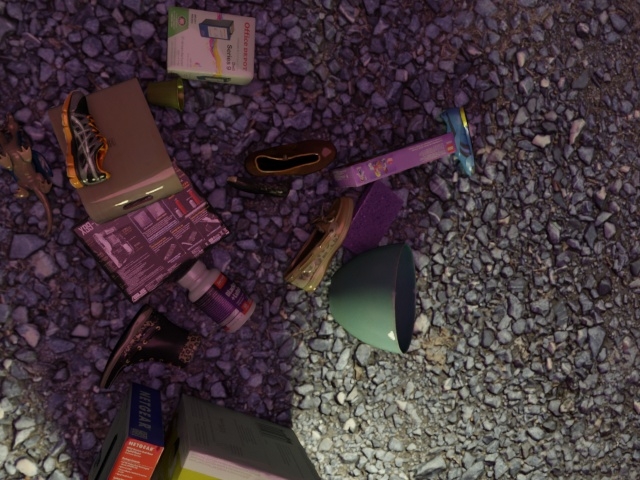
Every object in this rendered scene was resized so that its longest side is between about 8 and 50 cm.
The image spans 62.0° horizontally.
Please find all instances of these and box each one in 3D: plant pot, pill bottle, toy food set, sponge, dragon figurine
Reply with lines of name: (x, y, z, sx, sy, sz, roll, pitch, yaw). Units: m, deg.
plant pot: (-0.386, -0.364, 1.323, 0.079, 0.083, 0.083, 0, 94, -4)
pill bottle: (-0.270, 0.140, 1.375, 0.193, 0.108, 0.108, 44, 82, -15)
toy food set: (-0.484, -0.219, 1.268, 0.220, 0.092, 0.306, -23, 86, -7)
sponge: (0.140, -0.056, 1.506, 0.117, 0.031, 0.210, 34, 84, -27)
dragon figurine: (-0.684, -0.162, 1.246, 0.085, 0.144, 0.289, -28, 120, -14)
plant pot: (0.136, 0.151, 1.431, 0.195, 0.290, 0.290, 0, 96, 21)

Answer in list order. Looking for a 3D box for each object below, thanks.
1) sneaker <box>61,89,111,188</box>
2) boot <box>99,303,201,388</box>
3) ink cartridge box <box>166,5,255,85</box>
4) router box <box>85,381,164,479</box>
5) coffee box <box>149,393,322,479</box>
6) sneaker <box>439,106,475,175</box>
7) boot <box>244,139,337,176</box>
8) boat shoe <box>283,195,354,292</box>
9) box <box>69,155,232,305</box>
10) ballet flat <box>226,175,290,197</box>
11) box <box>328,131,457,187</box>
sneaker: (-0.517, -0.225, 1.182, 0.083, 0.084, 0.214, -5, 93, -5)
boot: (-0.433, 0.300, 1.357, 0.179, 0.085, 0.236, 32, 87, -19)
ink cartridge box: (-0.274, -0.482, 1.333, 0.212, 0.093, 0.154, 2, 93, -18)
router box: (-0.467, 0.531, 1.235, 0.082, 0.335, 0.301, 25, 86, -18)
coffee box: (-0.241, 0.634, 1.305, 0.338, 0.337, 0.334, 24, 88, -17)
sneaker: (0.403, -0.285, 1.562, 0.082, 0.069, 0.209, -13, 109, 19)
boot: (-0.051, -0.212, 1.319, 0.264, 0.280, 0.096, -4, 96, -15)
boat shoe: (0.000, 0.000, 1.443, 0.089, 0.104, 0.285, 26, 88, -19)
box: (-0.418, -0.024, 1.337, 0.307, 0.076, 0.242, -38, 103, -10)
ballet flat: (-0.164, -0.149, 1.414, 0.173, 0.057, 0.049, 8, 81, -22)
box: (0.187, -0.213, 1.428, 0.293, 0.201, 0.057, -20, 100, -14)
